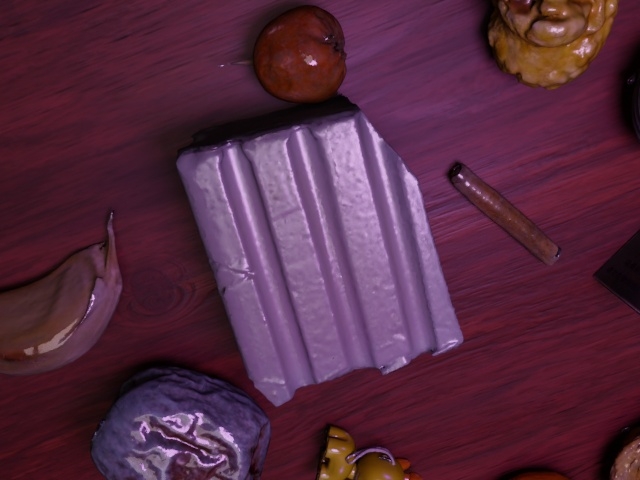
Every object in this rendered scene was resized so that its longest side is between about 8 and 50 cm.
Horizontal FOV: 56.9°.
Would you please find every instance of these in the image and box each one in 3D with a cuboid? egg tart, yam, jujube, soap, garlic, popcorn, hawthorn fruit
[{"bbox_3d":[0.718,0.456,1.232,0.291,0.107,0.290,-3,113,-6],"label":"egg tart"},{"bbox_3d":[0.331,-0.046,1.061,0.264,0.046,0.046,38,102,-14],"label":"yam"},{"bbox_3d":[-0.240,0.363,1.074,0.308,0.215,0.246,34,80,-11],"label":"jujube"},{"bbox_3d":[0.000,0.000,0.966,0.350,0.213,0.435,-16,109,4],"label":"soap"},{"bbox_3d":[-0.456,0.116,1.017,0.338,0.151,0.196,-29,96,5],"label":"garlic"},{"bbox_3d":[0.353,-0.341,0.881,0.226,0.203,0.200,-39,97,28],"label":"popcorn"},{"bbox_3d":[-0.040,-0.287,0.920,0.189,0.149,0.149,16,114,38],"label":"hawthorn fruit"}]

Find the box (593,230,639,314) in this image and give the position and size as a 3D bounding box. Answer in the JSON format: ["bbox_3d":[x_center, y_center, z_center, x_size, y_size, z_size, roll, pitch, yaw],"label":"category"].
[{"bbox_3d":[0.647,-0.010,1.024,0.047,0.180,0.325,38,103,-14],"label":"box"}]

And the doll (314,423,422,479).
[{"bbox_3d":[0.101,0.460,1.180,0.221,0.143,0.135,18,105,1],"label":"doll"}]

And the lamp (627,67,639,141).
[{"bbox_3d":[0.621,-0.239,0.918,0.265,0.233,0.233,-34,108,10],"label":"lamp"}]

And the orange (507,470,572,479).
[{"bbox_3d":[0.458,0.583,1.222,0.224,0.170,0.224,0,88,1],"label":"orange"}]
